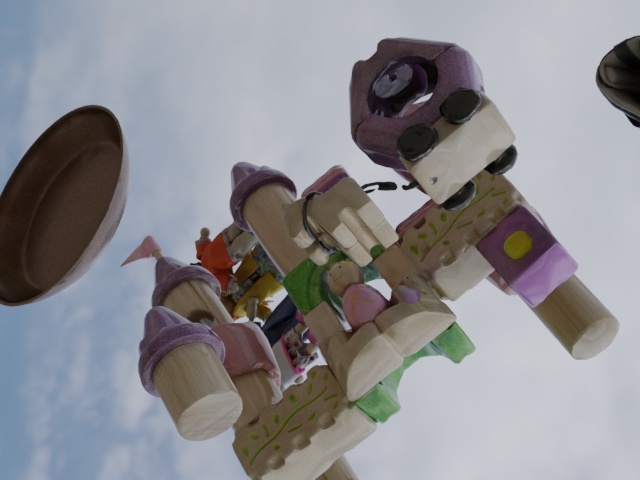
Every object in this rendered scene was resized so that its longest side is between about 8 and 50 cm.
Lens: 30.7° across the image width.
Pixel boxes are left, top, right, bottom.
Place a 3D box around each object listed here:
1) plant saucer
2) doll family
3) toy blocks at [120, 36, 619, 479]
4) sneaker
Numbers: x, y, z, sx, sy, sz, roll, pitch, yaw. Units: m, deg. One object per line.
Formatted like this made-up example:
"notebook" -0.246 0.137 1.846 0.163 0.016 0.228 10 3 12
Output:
"plant saucer" -0.231 -0.027 1.049 0.198 0.036 0.198 -25 -130 34
"doll family" -0.067 0.093 1.424 0.163 0.118 0.263 -46 -122 27
"toy blocks" 0.000 0.000 0.813 0.288 0.309 0.260 -39 -130 4
"sneaker" 0.348 -0.180 1.135 0.086 0.163 0.226 -40 -146 44
